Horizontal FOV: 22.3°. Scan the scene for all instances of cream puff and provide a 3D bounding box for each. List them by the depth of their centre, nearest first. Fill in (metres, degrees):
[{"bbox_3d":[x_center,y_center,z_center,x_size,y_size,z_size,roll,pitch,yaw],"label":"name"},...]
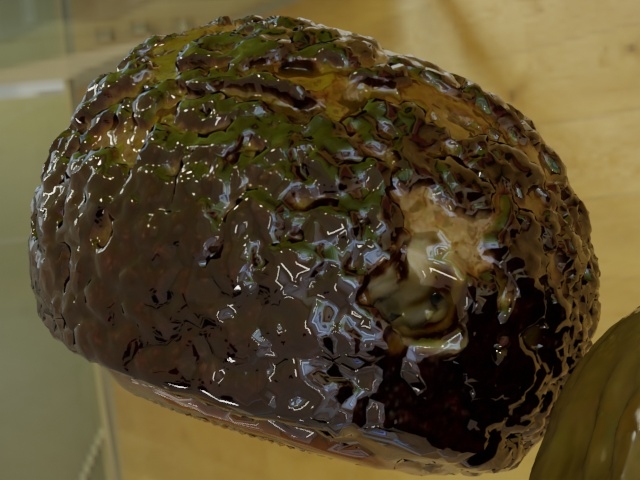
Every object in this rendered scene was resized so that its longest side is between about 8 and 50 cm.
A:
[{"bbox_3d":[0.000,0.000,0.667,0.239,0.239,0.165,15,87,65],"label":"cream puff"}]

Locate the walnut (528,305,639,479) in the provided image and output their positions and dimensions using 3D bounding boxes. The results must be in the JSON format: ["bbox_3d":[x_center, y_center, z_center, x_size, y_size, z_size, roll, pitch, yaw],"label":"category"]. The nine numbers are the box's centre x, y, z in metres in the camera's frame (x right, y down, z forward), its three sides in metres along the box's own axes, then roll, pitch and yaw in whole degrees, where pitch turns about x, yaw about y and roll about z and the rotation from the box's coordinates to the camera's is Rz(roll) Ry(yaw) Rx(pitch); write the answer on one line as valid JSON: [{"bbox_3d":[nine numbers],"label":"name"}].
[{"bbox_3d":[0.174,0.131,0.516,0.283,0.227,0.283,-18,-90,-81],"label":"walnut"}]
